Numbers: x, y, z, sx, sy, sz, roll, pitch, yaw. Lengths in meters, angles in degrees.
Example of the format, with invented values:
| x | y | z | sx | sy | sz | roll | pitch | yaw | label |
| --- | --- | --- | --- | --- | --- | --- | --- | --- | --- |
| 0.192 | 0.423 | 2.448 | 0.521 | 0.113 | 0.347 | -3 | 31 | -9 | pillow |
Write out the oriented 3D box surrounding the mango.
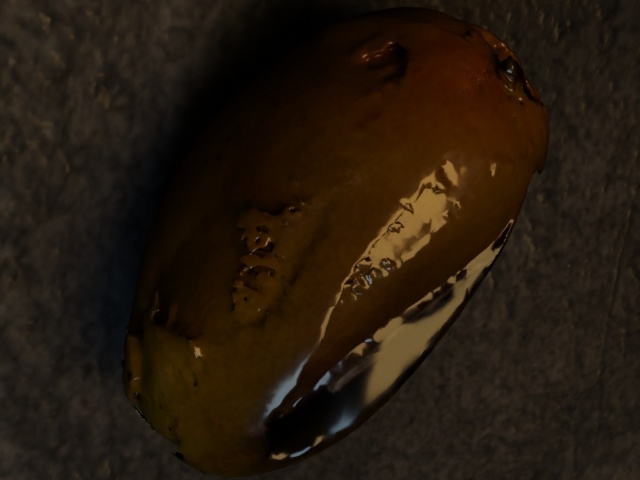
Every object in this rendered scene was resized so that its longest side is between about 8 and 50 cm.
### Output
| x | y | z | sx | sy | sz | roll | pitch | yaw | label |
| --- | --- | --- | --- | --- | --- | --- | --- | --- | --- |
| 0.000 | 0.000 | 0.686 | 0.248 | 0.151 | 0.156 | -54 | 167 | 10 | mango |
